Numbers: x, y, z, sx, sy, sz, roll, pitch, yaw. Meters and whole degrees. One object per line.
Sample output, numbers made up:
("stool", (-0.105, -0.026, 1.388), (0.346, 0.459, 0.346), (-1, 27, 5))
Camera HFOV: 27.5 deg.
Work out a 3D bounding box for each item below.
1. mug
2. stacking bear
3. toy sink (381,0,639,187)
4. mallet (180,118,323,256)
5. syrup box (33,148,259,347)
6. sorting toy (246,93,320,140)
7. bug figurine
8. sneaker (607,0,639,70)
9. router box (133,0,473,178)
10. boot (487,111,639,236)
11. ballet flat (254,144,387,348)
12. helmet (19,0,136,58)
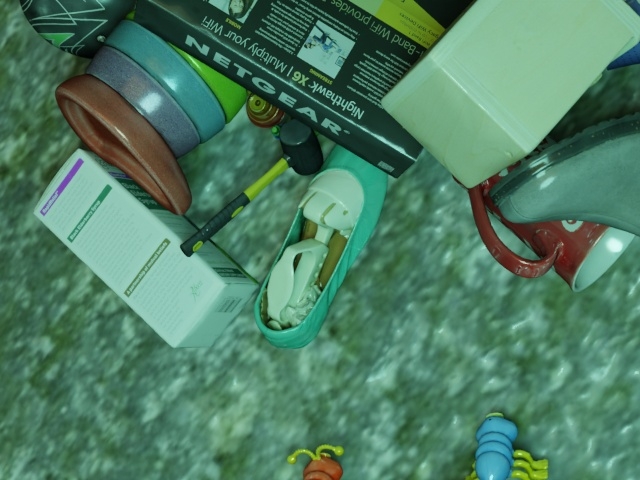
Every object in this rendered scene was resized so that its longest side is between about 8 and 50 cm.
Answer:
("mug", (0.210, -0.044, 1.262), (0.169, 0.150, 0.113), (42, 115, 23))
("stacking bear", (-0.122, -0.200, 1.369), (0.175, 0.164, 0.289), (36, 75, 27))
("toy sink", (0.192, -0.179, 1.189), (0.131, 0.153, 0.234), (43, 73, -4))
("mallet", (-0.074, -0.056, 1.366), (0.190, 0.062, 0.039), (-39, 55, -20))
("syrup box", (-0.192, 0.008, 1.433), (0.237, 0.093, 0.096), (42, 101, 18))
("sorting toy", (-0.039, -0.138, 1.413), (0.102, 0.042, 0.061), (7, 89, 21))
("bug figurine", (0.077, 0.257, 1.266), (0.279, 0.216, 0.072), (-16, 117, 18))
("sneaker", (0.420, -0.195, 1.200), (0.315, 0.127, 0.182), (-18, 78, 17))
("router box", (0.010, -0.244, 1.281), (0.309, 0.081, 0.243), (31, 75, -5))
("boot", (0.324, 0.004, 1.139), (0.338, 0.118, 0.223), (-11, 76, -24))
("ballet flat", (0.000, 0.000, 1.365), (0.083, 0.087, 0.247), (24, 94, 21))
("helmet", (-0.250, -0.278, 1.439), (0.169, 0.161, 0.169), (-1, 86, 21))
